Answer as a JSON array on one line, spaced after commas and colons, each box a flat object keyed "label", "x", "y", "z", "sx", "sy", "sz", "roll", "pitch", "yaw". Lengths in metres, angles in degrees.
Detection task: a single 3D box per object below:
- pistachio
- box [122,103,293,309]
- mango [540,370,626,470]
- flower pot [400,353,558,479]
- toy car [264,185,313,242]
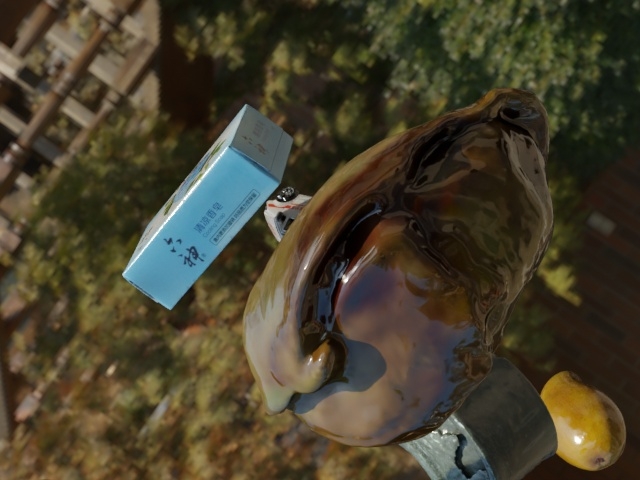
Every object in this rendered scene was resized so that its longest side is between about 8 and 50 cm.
[{"label": "pistachio", "x": 0.048, "y": 0.013, "z": 0.598, "sx": 0.130, "sy": 0.210, "sz": 0.165, "roll": 38, "pitch": -179, "yaw": 21}, {"label": "box", "x": -0.137, "y": -0.042, "z": 1.448, "sx": 0.083, "sy": 0.232, "sz": 0.142, "roll": 38, "pitch": -156, "yaw": -13}, {"label": "mango", "x": 0.335, "y": 0.231, "z": 1.536, "sx": 0.085, "sy": 0.102, "sz": 0.184, "roll": 35, "pitch": -170, "yaw": -25}, {"label": "flower pot", "x": 0.118, "y": 0.151, "z": 1.148, "sx": 0.229, "sy": 0.108, "sz": 0.103, "roll": 48, "pitch": 137, "yaw": 14}, {"label": "toy car", "x": 0.000, "y": 0.000, "z": 1.580, "sx": 0.209, "sy": 0.108, "sz": 0.089, "roll": 12, "pitch": 144, "yaw": 35}]
